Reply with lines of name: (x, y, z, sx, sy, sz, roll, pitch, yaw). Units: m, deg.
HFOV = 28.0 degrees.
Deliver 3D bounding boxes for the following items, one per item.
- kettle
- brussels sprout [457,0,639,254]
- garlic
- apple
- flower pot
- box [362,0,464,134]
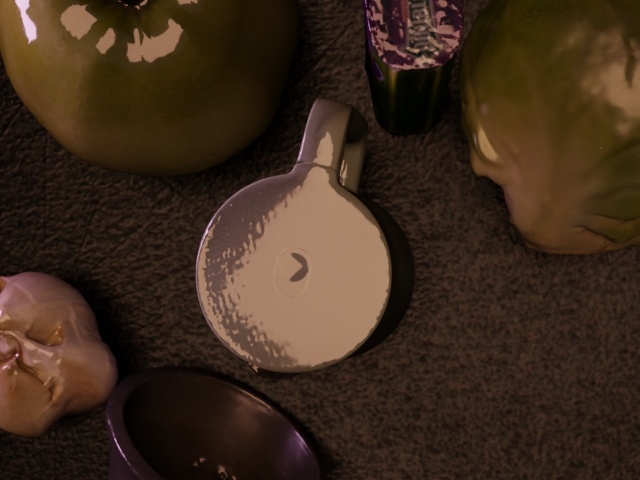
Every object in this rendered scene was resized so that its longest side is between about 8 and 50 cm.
kettle: (0.009, 0.013, 1.377, 0.205, 0.318, 0.265, 43, 94, 8)
brussels sprout: (0.309, -0.154, 1.381, 0.344, 0.268, 0.344, 3, 101, 17)
garlic: (-0.368, 0.114, 1.483, 0.281, 0.203, 0.185, 22, 72, 11)
apple: (-0.192, -0.241, 1.411, 0.357, 0.357, 0.357, 0, 88, 7)
flower pot: (-0.142, 0.283, 1.445, 0.269, 0.269, 0.166, 33, 115, 7)
box: (0.096, -0.205, 1.359, 0.097, 0.345, 0.134, -9, 84, 2)
